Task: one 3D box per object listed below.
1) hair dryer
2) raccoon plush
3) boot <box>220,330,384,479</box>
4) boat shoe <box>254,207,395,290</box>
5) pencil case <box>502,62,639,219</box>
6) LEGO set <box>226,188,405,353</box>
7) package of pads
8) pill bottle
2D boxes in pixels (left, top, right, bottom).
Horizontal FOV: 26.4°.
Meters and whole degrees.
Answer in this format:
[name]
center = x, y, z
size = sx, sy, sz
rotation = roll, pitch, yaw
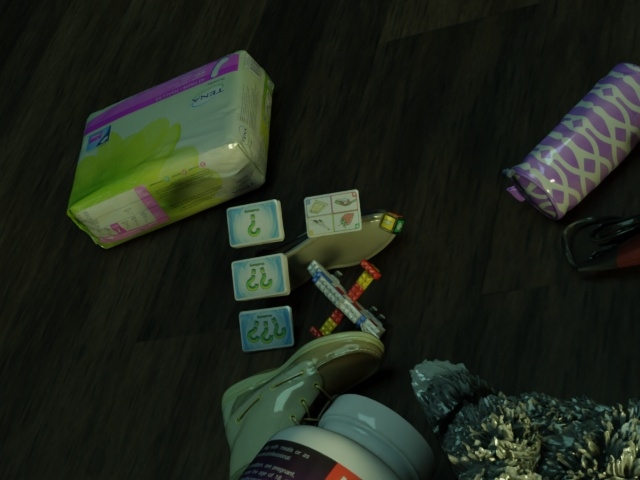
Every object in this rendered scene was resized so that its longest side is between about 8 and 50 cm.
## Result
[hair dryer]
center = 0.397, -0.004, 1.411
size = 0.223, 0.080, 0.293
rotation = -51, 32, 8
[raccoon plush]
center = 0.263, 0.163, 1.233
size = 0.299, 0.216, 0.446
rotation = -27, 38, 0
[boot]
center = -0.017, 0.202, 1.498
size = 0.213, 0.077, 0.165
rotation = -28, 38, 20
[boat shoe]
center = 0.000, 0.000, 1.692
size = 0.206, 0.075, 0.065
rotation = -26, 42, 21
[pencil case]
center = 0.306, -0.113, 1.567
size = 0.206, 0.086, 0.088
rotation = -42, 11, -9
[LEGO set]
center = -0.011, 0.034, 1.609
size = 0.244, 0.060, 0.182
rotation = -8, 85, 30
[package of pads]
center = -0.215, -0.130, 1.967
size = 0.296, 0.101, 0.229
rotation = -21, 40, 20
[pill bottle]
center = -0.026, 0.305, 1.297
size = 0.181, 0.181, 0.323
rotation = 10, 50, 43
